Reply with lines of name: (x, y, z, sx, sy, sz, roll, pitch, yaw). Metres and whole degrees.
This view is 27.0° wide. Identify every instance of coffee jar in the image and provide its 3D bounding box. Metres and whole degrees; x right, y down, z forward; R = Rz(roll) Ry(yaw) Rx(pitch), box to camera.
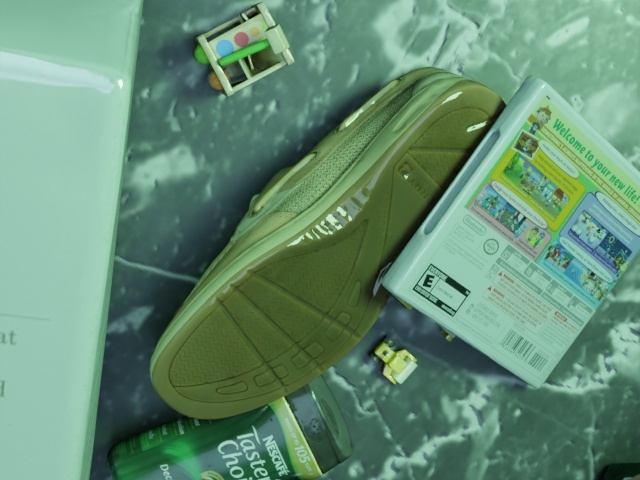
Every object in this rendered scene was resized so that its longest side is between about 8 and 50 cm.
coffee jar: (-0.070, 0.170, 1.066, 0.184, 0.079, 0.096, -27, 101, -4)

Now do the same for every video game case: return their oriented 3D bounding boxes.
video game case: (0.169, 0.001, 1.054, 0.212, 0.023, 0.193, 34, 93, -41)

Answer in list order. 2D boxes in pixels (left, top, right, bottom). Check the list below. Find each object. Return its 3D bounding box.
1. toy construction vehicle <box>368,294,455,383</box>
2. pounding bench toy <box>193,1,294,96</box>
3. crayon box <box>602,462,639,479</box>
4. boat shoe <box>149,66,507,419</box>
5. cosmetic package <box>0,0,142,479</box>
toy construction vehicle: (0.054, 0.068, 1.091, 0.086, 0.035, 0.098, -44, 102, 0)
pounding bench toy: (-0.061, -0.144, 1.019, 0.065, 0.083, 0.052, -29, 101, -4)
crayon box: (0.337, 0.355, 1.116, 0.318, 0.081, 0.202, 37, 69, -11)
boat shoe: (0.000, 0.000, 1.038, 0.341, 0.110, 0.121, -41, 123, -5)
cosmetic package: (-0.295, 0.009, 0.843, 0.328, 0.329, 0.393, 7, 112, -9)
